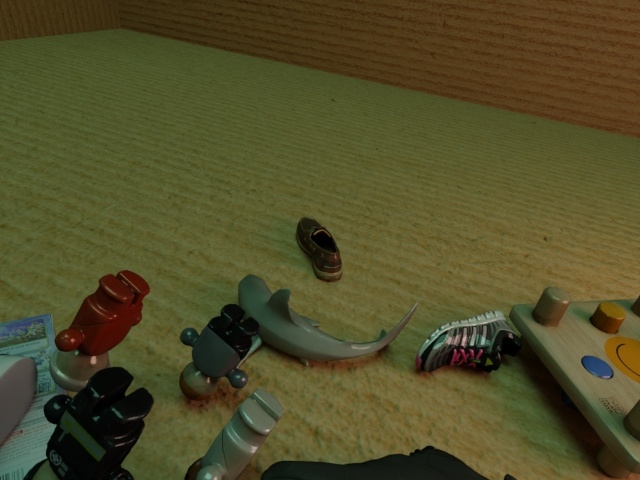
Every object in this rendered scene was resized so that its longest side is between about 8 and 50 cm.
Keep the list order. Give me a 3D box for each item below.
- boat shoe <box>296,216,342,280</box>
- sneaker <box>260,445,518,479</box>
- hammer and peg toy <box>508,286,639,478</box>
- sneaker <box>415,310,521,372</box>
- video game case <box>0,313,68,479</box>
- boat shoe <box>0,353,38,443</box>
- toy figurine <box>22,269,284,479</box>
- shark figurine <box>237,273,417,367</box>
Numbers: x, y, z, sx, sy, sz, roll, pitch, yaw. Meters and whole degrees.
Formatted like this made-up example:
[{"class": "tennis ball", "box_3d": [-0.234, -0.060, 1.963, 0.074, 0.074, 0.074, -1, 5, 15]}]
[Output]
[{"class": "boat shoe", "box_3d": [0.000, 0.000, 0.816, 0.064, 0.060, 0.178, -5, 35, -19]}, {"class": "sneaker", "box_3d": [0.081, 0.263, 0.417, 0.286, 0.109, 0.130, 16, 24, 1]}, {"class": "hammer and peg toy", "box_3d": [0.437, 0.203, 0.537, 0.265, 0.128, 0.361, 0, 34, -12]}, {"class": "sneaker", "box_3d": [0.218, 0.157, 0.614, 0.170, 0.063, 0.075, -14, 39, -21]}, {"class": "video game case", "box_3d": [-0.399, 0.199, 0.416, 0.269, 0.061, 0.244, -10, 38, -34]}, {"class": "boat shoe", "box_3d": [-0.338, 0.184, 0.329, 0.084, 0.095, 0.258, 8, 20, -1]}, {"class": "toy figurine", "box_3d": [-0.160, 0.157, 0.428, 0.209, 0.148, 0.213, 24, 20, -35]}, {"class": "shark figurine", "box_3d": [-0.018, 0.112, 0.601, 0.278, 0.116, 0.166, 15, 35, 14]}]
